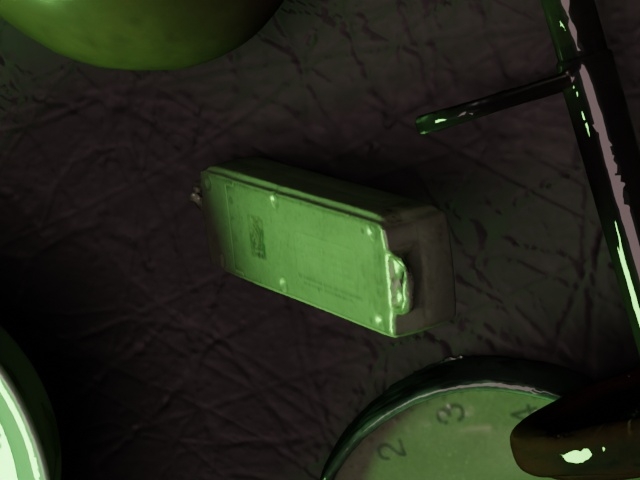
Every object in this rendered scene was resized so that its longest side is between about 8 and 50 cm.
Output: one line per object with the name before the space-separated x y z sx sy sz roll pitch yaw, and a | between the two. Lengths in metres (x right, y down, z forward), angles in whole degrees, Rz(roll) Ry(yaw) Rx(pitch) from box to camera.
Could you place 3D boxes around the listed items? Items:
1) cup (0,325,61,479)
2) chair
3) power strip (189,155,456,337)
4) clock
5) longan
cup | -0.324 0.160 1.218 0.347 0.163 0.347 3 102 13
chair | 0.186 -0.013 1.019 0.227 0.226 0.401 -17 92 15
power strip | 0.000 -0.001 1.086 0.052 0.272 0.078 -15 106 -28
clock | 0.122 0.220 1.188 0.281 0.055 0.280 2 102 11
longan | -0.122 -0.222 1.064 0.246 0.215 0.246 -3 100 -16
